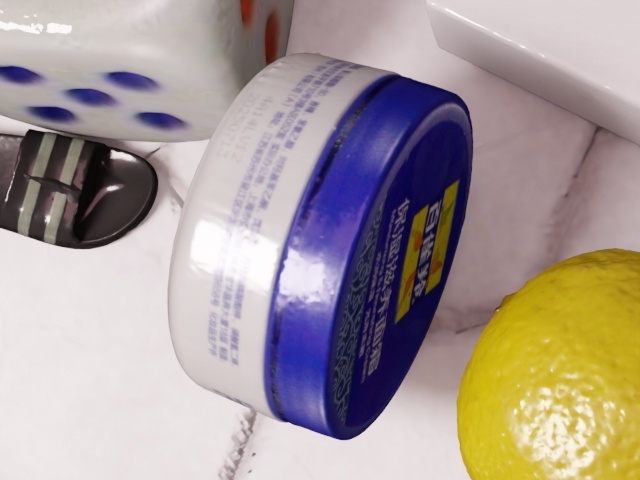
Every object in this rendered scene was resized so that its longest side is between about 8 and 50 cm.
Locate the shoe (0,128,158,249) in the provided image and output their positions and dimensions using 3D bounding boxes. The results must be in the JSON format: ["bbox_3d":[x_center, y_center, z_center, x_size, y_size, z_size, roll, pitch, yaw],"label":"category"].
[{"bbox_3d":[-0.195,-0.041,1.122,0.179,0.049,0.071,11,78,13],"label":"shoe"}]

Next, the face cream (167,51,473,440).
[{"bbox_3d":[0.000,0.000,0.994,0.111,0.206,0.206,21,79,18],"label":"face cream"}]

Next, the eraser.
[{"bbox_3d":[0.211,-0.096,1.050,0.298,0.078,0.076,29,81,16],"label":"eraser"}]

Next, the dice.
[{"bbox_3d":[-0.123,-0.174,1.073,0.194,0.192,0.193,3,77,12],"label":"dice"}]

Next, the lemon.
[{"bbox_3d":[0.168,0.102,0.951,0.178,0.178,0.203,-41,70,-3],"label":"lemon"}]
